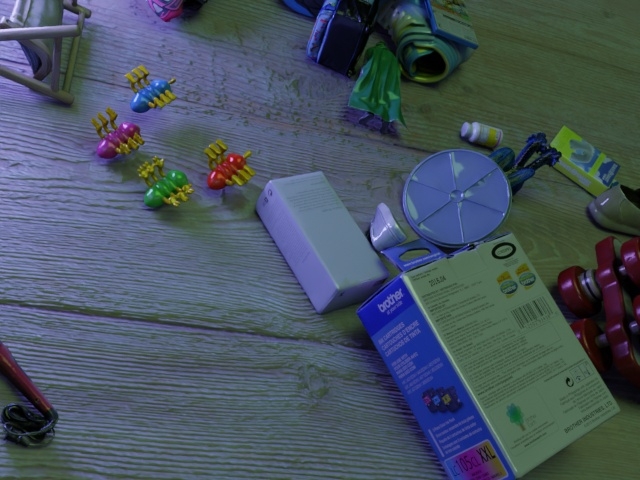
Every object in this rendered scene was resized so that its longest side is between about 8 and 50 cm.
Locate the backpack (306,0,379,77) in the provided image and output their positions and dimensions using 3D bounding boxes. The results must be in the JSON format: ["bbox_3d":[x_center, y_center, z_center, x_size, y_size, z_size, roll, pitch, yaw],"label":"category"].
[{"bbox_3d":[0.054,-0.455,1.806,0.117,0.158,0.173,21,52,-3],"label":"backpack"}]

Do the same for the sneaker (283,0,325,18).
[{"bbox_3d":[0.080,-0.580,1.890,0.341,0.125,0.139,-10,47,5],"label":"sneaker"}]

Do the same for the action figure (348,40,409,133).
[{"bbox_3d":[0.121,-0.328,1.791,0.137,0.063,0.232,23,52,-21],"label":"action figure"}]

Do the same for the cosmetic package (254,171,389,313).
[{"bbox_3d":[0.000,0.000,1.446,0.117,0.085,0.231,-13,62,-36],"label":"cosmetic package"}]

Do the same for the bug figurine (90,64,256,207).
[{"bbox_3d":[-0.255,-0.158,1.457,0.279,0.072,0.216,45,53,7],"label":"bug figurine"}]

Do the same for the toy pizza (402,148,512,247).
[{"bbox_3d":[0.255,-0.077,1.623,0.201,0.032,0.201,-3,68,9],"label":"toy pizza"}]

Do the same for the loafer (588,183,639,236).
[{"bbox_3d":[0.705,-0.059,1.852,0.269,0.092,0.101,6,50,-23],"label":"loafer"}]

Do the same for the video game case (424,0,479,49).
[{"bbox_3d":[0.282,-0.499,1.912,0.119,0.015,0.166,13,50,-28],"label":"video game case"}]

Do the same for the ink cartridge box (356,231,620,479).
[{"bbox_3d":[0.244,0.157,1.348,0.270,0.151,0.395,-17,74,-38],"label":"ink cartridge box"}]

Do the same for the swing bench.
[{"bbox_3d":[-0.523,-0.390,1.458,0.255,0.165,0.253,9,50,-14],"label":"swing bench"}]

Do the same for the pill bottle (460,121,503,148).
[{"bbox_3d":[0.342,-0.225,1.841,0.083,0.043,0.043,14,48,-16],"label":"pill bottle"}]

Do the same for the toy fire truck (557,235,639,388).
[{"bbox_3d":[0.581,0.152,1.584,0.254,0.169,0.302,36,40,-30],"label":"toy fire truck"}]

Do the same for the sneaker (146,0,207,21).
[{"bbox_3d":[-0.254,-0.526,1.759,0.299,0.121,0.112,-40,106,-44],"label":"sneaker"}]

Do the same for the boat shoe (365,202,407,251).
[{"bbox_3d":[0.107,-0.015,1.499,0.066,0.063,0.184,54,5,-15],"label":"boat shoe"}]

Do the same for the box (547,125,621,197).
[{"bbox_3d":[0.585,-0.167,1.919,0.178,0.042,0.109,37,46,7],"label":"box"}]

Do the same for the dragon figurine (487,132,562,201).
[{"bbox_3d":[0.357,-0.124,1.692,0.289,0.144,0.085,-25,66,-40],"label":"dragon figurine"}]

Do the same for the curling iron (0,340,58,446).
[{"bbox_3d":[-0.430,0.154,1.124,0.068,0.035,0.274,-25,67,-40],"label":"curling iron"}]

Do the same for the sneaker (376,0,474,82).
[{"bbox_3d":[0.183,-0.472,1.914,0.319,0.127,0.208,33,44,3],"label":"sneaker"}]
